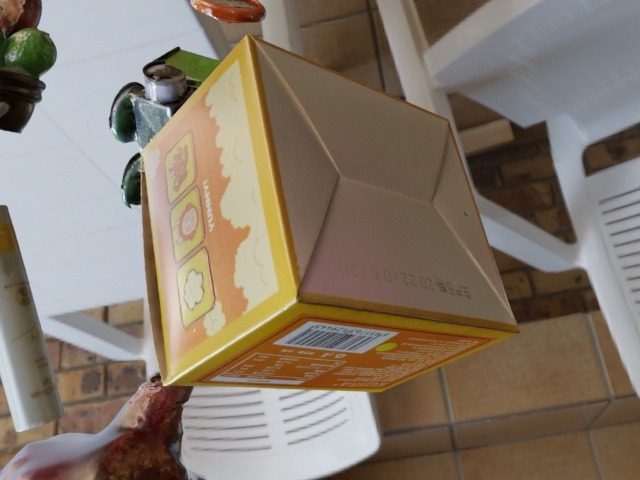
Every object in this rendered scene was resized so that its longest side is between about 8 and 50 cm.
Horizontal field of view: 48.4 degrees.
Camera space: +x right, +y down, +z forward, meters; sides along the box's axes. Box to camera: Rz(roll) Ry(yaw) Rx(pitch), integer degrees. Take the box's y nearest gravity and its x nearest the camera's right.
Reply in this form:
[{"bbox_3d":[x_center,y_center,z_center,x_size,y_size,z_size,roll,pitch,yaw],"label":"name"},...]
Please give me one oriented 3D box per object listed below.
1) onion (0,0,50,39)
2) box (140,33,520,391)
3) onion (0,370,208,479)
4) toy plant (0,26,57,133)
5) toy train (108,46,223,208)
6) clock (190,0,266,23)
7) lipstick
[{"bbox_3d":[-0.617,-0.459,1.471,0.150,0.150,0.140,-20,163,25],"label":"onion"},{"bbox_3d":[0.000,0.000,0.701,0.284,0.259,0.214,13,143,-41],"label":"box"},{"bbox_3d":[-0.315,0.392,1.143,0.399,0.419,0.398,18,-176,-1],"label":"onion"},{"bbox_3d":[-0.631,-0.335,1.374,0.218,0.235,0.175,10,-176,-21],"label":"toy plant"},{"bbox_3d":[-0.220,-0.172,1.222,0.174,0.249,0.307,19,132,20],"label":"toy train"},{"bbox_3d":[-0.249,-0.631,1.927,0.205,0.205,0.051,3,124,-20],"label":"clock"},{"bbox_3d":[-0.363,0.091,0.838,0.059,0.263,0.059,-16,179,0],"label":"lipstick"}]
